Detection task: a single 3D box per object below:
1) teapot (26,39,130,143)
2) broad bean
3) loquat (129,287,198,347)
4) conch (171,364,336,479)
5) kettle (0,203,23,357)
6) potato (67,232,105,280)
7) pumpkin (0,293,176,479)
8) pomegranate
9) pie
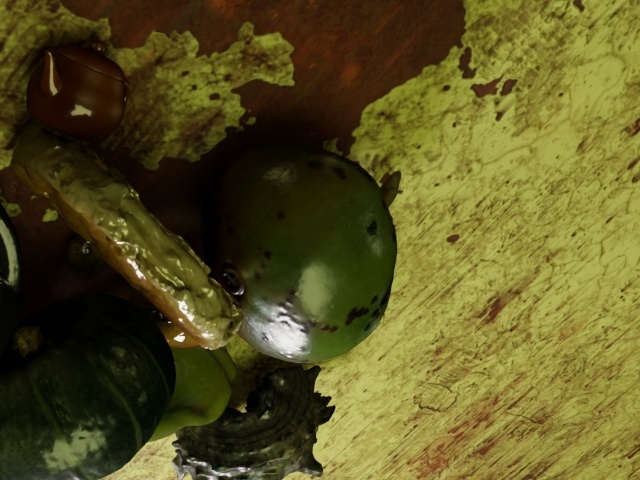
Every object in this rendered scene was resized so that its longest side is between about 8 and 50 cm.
[{"bbox_3d":[-0.267,-0.175,1.141,0.116,0.116,0.173,-40,164,15],"label":"teapot"},{"bbox_3d":[-0.268,0.221,1.527,0.291,0.119,0.238,7,128,-31],"label":"broad bean"},{"bbox_3d":[-0.197,0.086,1.410,0.141,0.141,0.141,-14,138,-13],"label":"loquat"},{"bbox_3d":[-0.109,0.327,1.669,0.313,0.241,0.186,-37,106,-22],"label":"conch"},{"bbox_3d":[-0.502,0.048,1.172,0.251,0.207,0.271,-25,127,26],"label":"kettle"},{"bbox_3d":[-0.315,0.021,1.356,0.051,0.040,0.083,-8,135,-13],"label":"potato"},{"bbox_3d":[-0.334,0.191,1.272,0.300,0.300,0.207,-28,113,2],"label":"pumpkin"},{"bbox_3d":[0.005,0.016,1.339,0.323,0.290,0.290,1,132,-28],"label":"pomegranate"},{"bbox_3d":[-0.220,-0.001,1.174,0.083,0.339,0.339,-47,140,-12],"label":"pie"}]
